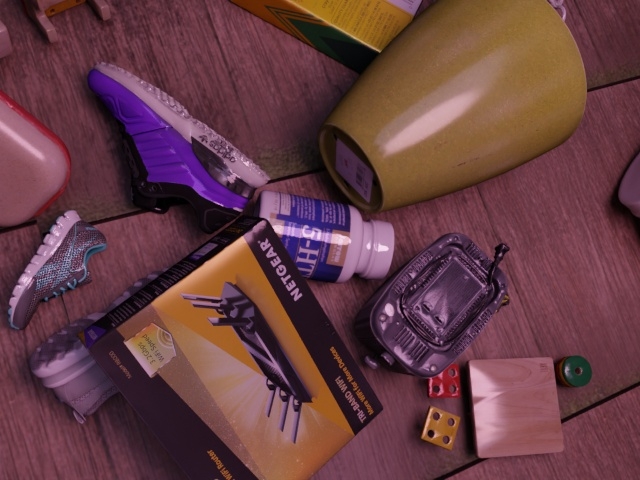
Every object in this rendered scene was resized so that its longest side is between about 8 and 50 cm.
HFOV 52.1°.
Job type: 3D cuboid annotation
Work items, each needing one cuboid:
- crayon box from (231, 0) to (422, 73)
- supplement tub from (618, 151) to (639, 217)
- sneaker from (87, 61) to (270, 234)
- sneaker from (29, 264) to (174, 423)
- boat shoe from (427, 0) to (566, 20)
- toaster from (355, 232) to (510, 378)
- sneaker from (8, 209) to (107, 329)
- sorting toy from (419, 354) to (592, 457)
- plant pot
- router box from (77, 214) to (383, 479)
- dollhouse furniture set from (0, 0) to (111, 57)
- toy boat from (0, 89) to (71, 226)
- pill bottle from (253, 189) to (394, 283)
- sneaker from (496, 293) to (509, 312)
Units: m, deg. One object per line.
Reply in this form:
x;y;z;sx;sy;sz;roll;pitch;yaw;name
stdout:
0.002;-0.415;1.022;0.319;0.081;0.202;28;72;-6;crayon box
0.658;-0.039;1.005;0.325;0.235;0.235;36;71;-3;supplement tub
-0.223;-0.116;0.882;0.293;0.102;0.146;37;96;10;sneaker
-0.217;0.121;0.842;0.281;0.105;0.115;-29;118;-23;sneaker
0.340;-0.403;1.074;0.367;0.136;0.156;-39;87;-16;boat shoe
0.147;0.086;0.895;0.129;0.146;0.227;44;71;-1;toaster
-0.332;0.044;0.836;0.076;0.065;0.166;29;73;-9;sneaker
0.261;0.237;0.937;0.275;0.046;0.132;0;76;-14;sorting toy
0.152;-0.170;0.893;0.293;0.275;0.274;-35;86;-19;plant pot
-0.095;0.162;0.792;0.243;0.081;0.308;-39;111;-20;router box
-0.478;-0.332;0.816;0.374;0.201;0.152;-34;66;-25;dollhouse furniture set
-0.425;-0.138;0.825;0.151;0.151;0.231;-38;119;17;toy boat
0.000;0.000;0.900;0.187;0.112;0.112;9;74;-11;pill bottle
0.250;0.095;0.979;0.083;0.031;0.035;-24;83;-18;sneaker
